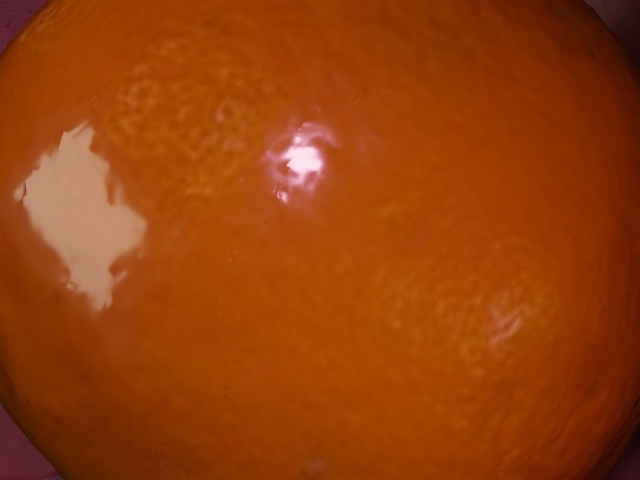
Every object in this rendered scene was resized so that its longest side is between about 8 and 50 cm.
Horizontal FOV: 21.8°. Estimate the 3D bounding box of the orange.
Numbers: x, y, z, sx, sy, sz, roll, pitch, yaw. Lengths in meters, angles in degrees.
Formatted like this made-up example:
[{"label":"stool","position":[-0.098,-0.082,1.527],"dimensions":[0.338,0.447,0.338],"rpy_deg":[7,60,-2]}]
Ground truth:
[{"label":"orange","position":[0.000,0.000,0.698],"dimensions":[0.312,0.312,0.312],"rpy_deg":[-176,90,-75]}]
